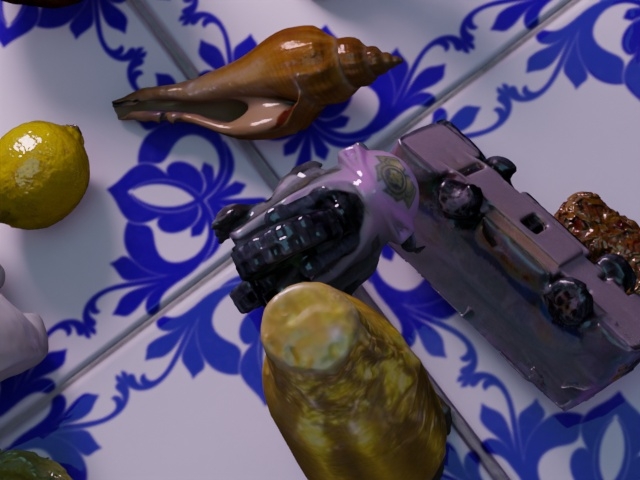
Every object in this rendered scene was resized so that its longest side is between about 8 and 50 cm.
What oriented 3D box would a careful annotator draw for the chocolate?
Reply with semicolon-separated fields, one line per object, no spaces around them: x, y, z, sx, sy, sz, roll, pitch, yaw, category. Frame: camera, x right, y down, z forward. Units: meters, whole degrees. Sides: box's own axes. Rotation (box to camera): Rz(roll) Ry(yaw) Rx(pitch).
0.032;0.137;1.582;0.162;0.445;0.162;-2;72;7;chocolate

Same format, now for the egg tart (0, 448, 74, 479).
-0.316;0.302;1.782;0.197;0.078;0.197;-1;79;7;egg tart

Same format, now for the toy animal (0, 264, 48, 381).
-0.438;0.010;1.783;0.196;0.241;0.367;-28;74;2;toy animal

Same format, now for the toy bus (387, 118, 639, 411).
0.185;0.027;1.734;0.317;0.112;0.138;46;127;18;toy bus

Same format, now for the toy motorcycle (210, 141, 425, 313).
0.000;0.000;1.684;0.188;0.327;0.143;-32;84;-8;toy motorcycle

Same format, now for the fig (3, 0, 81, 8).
-0.307;-0.411;1.901;0.217;0.217;0.321;-11;56;6;fig

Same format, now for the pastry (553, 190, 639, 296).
0.301;0.016;1.764;0.169;0.063;0.087;38;82;16;pastry

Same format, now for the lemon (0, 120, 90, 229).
-0.297;-0.069;1.850;0.109;0.109;0.133;38;78;15;lemon

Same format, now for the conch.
-0.066;-0.159;1.857;0.330;0.093;0.109;-10;93;27;conch
